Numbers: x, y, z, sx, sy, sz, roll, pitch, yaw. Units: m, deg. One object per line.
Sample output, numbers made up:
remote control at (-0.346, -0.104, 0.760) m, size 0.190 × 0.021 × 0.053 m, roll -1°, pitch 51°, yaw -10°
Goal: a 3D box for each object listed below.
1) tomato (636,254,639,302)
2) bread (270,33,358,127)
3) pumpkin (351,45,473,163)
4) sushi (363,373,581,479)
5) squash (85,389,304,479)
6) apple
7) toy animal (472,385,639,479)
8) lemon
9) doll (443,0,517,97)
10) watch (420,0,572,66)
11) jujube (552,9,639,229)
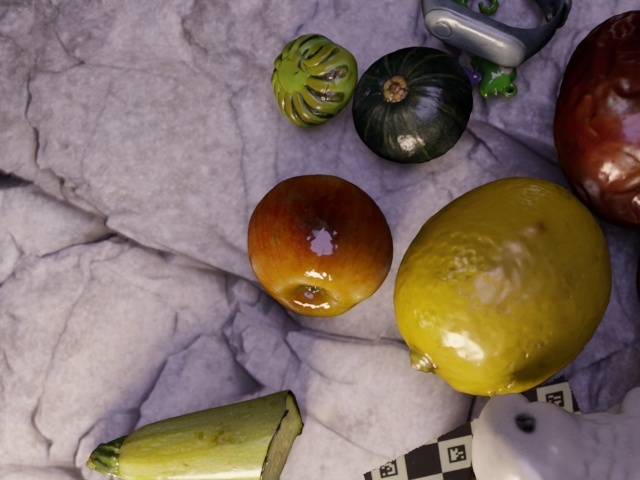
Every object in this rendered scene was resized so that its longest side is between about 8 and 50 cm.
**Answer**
tomato at (0.512, 0.057, 1.589) m, size 0.225 × 0.085 × 0.225 m, roll 0°, pitch 74°, yaw 0°
bread at (-0.014, -0.222, 1.686) m, size 0.130 × 0.071 × 0.139 m, roll -52°, pitch 48°, yaw 27°
pumpkin at (0.123, -0.182, 1.661) m, size 0.167 × 0.125 × 0.167 m, roll -6°, pitch 79°, yaw 33°
sushi at (0.206, 0.296, 1.535) m, size 0.279 × 0.043 × 0.192 m, roll -26°, pitch 109°, yaw -1°
squash at (-0.164, 0.278, 1.556) m, size 0.287 × 0.137 × 0.137 m, roll -12°, pitch 74°, yaw 4°
apple at (0.000, 0.000, 1.617) m, size 0.195 × 0.160 × 0.173 m, roll 12°, pitch 54°, yaw 1°
toy animal at (0.341, 0.293, 1.425) m, size 0.357 × 0.194 × 0.257 m, roll 8°, pitch 75°, yaw -21°
lemon at (0.227, 0.054, 1.523) m, size 0.284 × 0.260 × 0.260 m, roll -20°, pitch 72°, yaw -28°
doll at (0.229, -0.279, 1.726) m, size 0.115 × 0.050 × 0.190 m, roll -16°, pitch 69°, yaw -10°
watch at (0.239, -0.334, 1.696) m, size 0.206 × 0.068 × 0.193 m, roll 21°, pitch 57°, yaw 5°
jujube at (0.404, -0.159, 1.566) m, size 0.223 × 0.223 × 0.318 m, roll 8°, pitch 43°, yaw 6°
